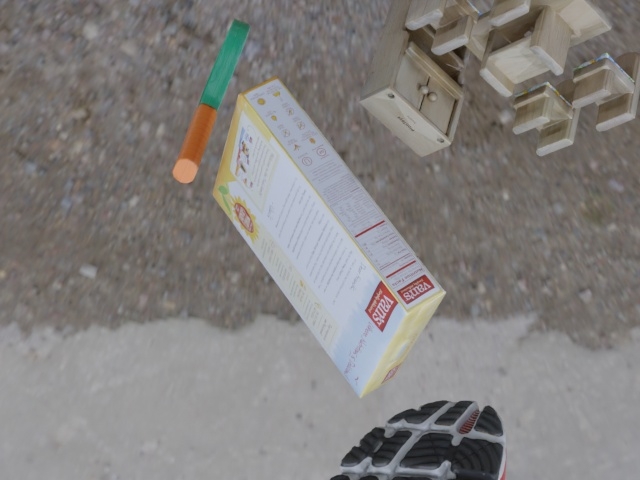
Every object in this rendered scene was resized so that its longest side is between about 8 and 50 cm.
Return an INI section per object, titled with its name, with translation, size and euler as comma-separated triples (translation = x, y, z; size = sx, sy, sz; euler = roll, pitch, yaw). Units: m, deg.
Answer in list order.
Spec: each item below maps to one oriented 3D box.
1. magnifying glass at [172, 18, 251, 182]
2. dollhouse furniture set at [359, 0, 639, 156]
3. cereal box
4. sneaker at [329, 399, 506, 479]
[magnifying glass]
translation = -0.106, -0.135, 1.511
size = 0.026, 0.231, 0.092
euler = 24, 130, -6
[dollhouse furniture set]
translation = 0.173, -0.207, 1.540
size = 0.242, 0.161, 0.212
euler = -21, 130, 42
[cereal box]
translation = 0.000, 0.000, 1.328
size = 0.047, 0.173, 0.240
euler = -29, 72, -26
[sneaker]
translation = 0.050, 0.229, 0.955
size = 0.107, 0.279, 0.118
euler = 6, 147, 27
